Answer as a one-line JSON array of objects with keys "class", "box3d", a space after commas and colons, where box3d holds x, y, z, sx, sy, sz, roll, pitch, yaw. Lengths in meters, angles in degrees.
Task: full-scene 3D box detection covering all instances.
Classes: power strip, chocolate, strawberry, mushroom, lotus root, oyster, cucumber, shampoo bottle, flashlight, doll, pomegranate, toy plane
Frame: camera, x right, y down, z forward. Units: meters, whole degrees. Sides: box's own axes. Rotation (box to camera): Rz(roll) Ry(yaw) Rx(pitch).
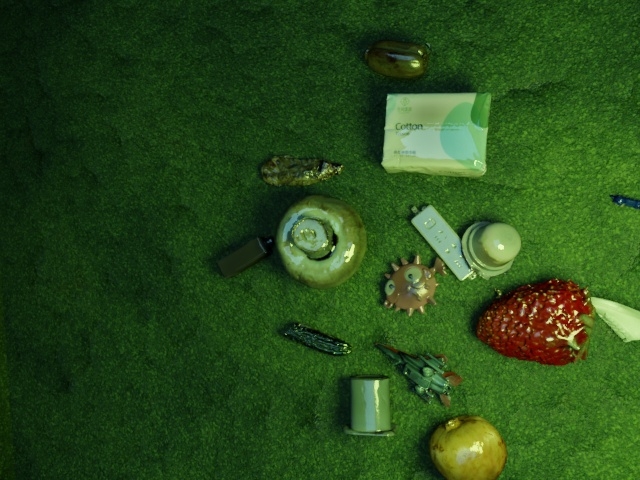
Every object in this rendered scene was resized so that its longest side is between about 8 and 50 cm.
[{"class": "power strip", "box3d": [0.442, 0.001, 1.703, 0.098, 0.058, 0.338, -40, 77, 10]}, {"class": "chocolate", "box3d": [0.583, 0.017, 1.587, 0.221, 0.147, 0.221, 0, 77, -2]}, {"class": "strawberry", "box3d": [0.688, 0.249, 1.528, 0.343, 0.292, 0.292, 10, 89, 28]}, {"class": "mushroom", "box3d": [0.000, 0.000, 1.723, 0.352, 0.260, 0.352, -1, 83, 11]}, {"class": "lotus root", "box3d": [0.284, -0.672, 1.763, 0.241, 0.123, 0.124, 16, 62, 19]}, {"class": "oyster", "box3d": [-0.079, -0.281, 1.867, 0.345, 0.078, 0.128, 1, 78, 18]}, {"class": "cucumber", "box3d": [-0.006, 0.380, 1.794, 0.265, 0.077, 0.077, 21, 92, 15]}, {"class": "shampoo bottle", "box3d": [-0.288, 0.060, 1.891, 0.246, 0.080, 0.079, -31, 80, 12]}, {"class": "flashlight", "box3d": [1.019, -0.121, 1.565, 0.121, 0.057, 0.035, 13, 125, 9]}, {"class": "doll", "box3d": [0.334, 0.158, 1.703, 0.262, 0.093, 0.211, -32, 72, 14]}, {"class": "pomegranate", "box3d": [0.479, 0.687, 1.561, 0.248, 0.248, 0.248, -1, 86, 15]}, {"class": "toy plane", "box3d": [0.329, 0.453, 1.680, 0.326, 0.104, 0.223, 24, 121, 19]}]

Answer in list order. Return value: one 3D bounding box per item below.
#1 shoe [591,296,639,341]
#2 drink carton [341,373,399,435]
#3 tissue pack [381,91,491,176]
[{"class": "shoe", "box3d": [0.971, 0.267, 1.520, 0.265, 0.095, 0.110, 20, 92, 14]}, {"class": "drink carton", "box3d": [0.171, 0.579, 1.677, 0.191, 0.185, 0.189, -4, 82, 17]}, {"class": "tissue pack", "box3d": [0.406, -0.367, 1.669, 0.357, 0.194, 0.266, 5, 89, 16]}]
